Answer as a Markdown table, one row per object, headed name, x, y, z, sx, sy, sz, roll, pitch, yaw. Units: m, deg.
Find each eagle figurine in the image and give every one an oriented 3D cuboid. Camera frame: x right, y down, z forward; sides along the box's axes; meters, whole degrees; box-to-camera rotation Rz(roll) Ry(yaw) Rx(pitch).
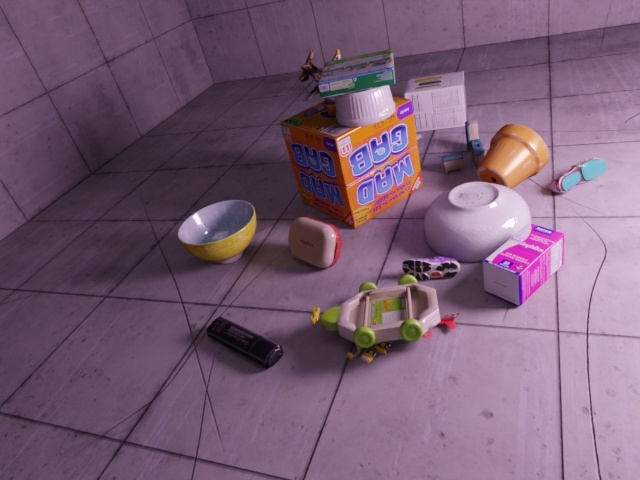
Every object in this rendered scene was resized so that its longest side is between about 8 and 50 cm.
| name | x | y | z | sx | sy | sz | roll | pitch | yaw |
| --- | --- | --- | --- | --- | --- | --- | --- | --- | --- |
| eagle figurine | 0.071 | -0.630 | 1.904 | 0.297 | 0.225 | 0.227 | 19 | 82 | 0 |

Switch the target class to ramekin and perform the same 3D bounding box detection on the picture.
| name | x | y | z | sx | sy | sz | roll | pitch | yaw |
| --- | --- | --- | --- | --- | --- | --- | --- | --- | --- |
| ramekin | 0.144 | -0.478 | 1.672 | 0.206 | 0.109 | 0.207 | -11 | 33 | 7 |

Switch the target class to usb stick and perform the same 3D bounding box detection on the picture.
| name | x | y | z | sx | sy | sz | roll | pitch | yaw |
| --- | --- | --- | --- | --- | --- | --- | --- | --- | --- |
| usb stick | -0.221 | 0.288 | 1.411 | 0.277 | 0.045 | 0.077 | 15 | 51 | 39 |

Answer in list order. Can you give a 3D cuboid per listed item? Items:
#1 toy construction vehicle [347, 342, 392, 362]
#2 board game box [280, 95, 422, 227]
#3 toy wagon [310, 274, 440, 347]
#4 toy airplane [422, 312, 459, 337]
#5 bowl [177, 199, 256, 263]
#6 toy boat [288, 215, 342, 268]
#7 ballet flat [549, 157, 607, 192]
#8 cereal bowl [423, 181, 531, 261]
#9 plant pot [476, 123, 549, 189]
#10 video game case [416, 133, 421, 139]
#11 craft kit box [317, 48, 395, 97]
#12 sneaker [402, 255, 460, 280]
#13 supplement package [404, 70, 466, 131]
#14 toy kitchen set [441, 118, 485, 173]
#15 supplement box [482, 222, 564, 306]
| name | x | y | z | sx | sy | sz | roll | pitch | yaw |
| --- | --- | --- | --- | --- | --- | --- | --- | --- | --- |
| toy construction vehicle | 0.128 | 0.285 | 1.281 | 0.085 | 0.035 | 0.098 | 15 | 36 | 38 |
| board game box | 0.123 | -0.328 | 1.886 | 0.356 | 0.357 | 0.356 | -32 | 36 | -23 |
| toy wagon | 0.144 | 0.196 | 1.333 | 0.343 | 0.068 | 0.267 | -11 | 20 | 13 |
| toy airplane | 0.295 | 0.217 | 1.308 | 0.151 | 0.028 | 0.151 | -13 | 22 | 5 |
| bowl | -0.356 | -0.008 | 1.801 | 0.289 | 0.156 | 0.290 | -11 | 33 | 7 |
| toy boat | 0.000 | 0.000 | 1.685 | 0.151 | 0.151 | 0.231 | -4 | 19 | -45 |
| ballet flat | 0.871 | -0.224 | 1.686 | 0.221 | 0.077 | 0.079 | -27 | 15 | -16 |
| cereal bowl | 0.494 | -0.087 | 1.573 | 0.338 | 0.141 | 0.339 | -11 | 34 | 8 |
| plant pot | 0.661 | -0.272 | 1.743 | 0.188 | 0.205 | 0.205 | -45 | 40 | -14 |
| video game case | 0.367 | -0.473 | 2.304 | 0.143 | 0.019 | 0.157 | -34 | 37 | -25 |
| craft kit box | 0.125 | -0.567 | 1.665 | 0.249 | 0.061 | 0.247 | -7 | 36 | 13 |
| sneaker | 0.332 | 0.080 | 1.483 | 0.169 | 0.069 | 0.071 | 1 | 21 | 11 |
| supplement package | 0.549 | -0.655 | 2.331 | 0.262 | 0.198 | 0.199 | -3 | 36 | 19 |
| toy kitchen set | 0.564 | -0.381 | 1.990 | 0.165 | 0.122 | 0.207 | -9 | 34 | 11 |
| supplement box | 0.559 | 0.062 | 1.352 | 0.220 | 0.114 | 0.111 | -33 | 36 | -27 |
